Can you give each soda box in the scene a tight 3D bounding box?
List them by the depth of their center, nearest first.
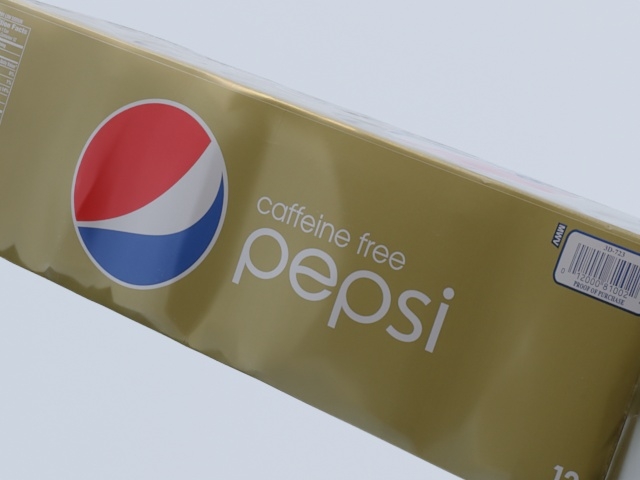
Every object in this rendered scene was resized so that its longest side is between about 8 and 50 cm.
[{"bbox_3d":[0.000,0.000,0.387,0.061,0.181,0.058,7,-76,-60],"label":"soda box"}]
